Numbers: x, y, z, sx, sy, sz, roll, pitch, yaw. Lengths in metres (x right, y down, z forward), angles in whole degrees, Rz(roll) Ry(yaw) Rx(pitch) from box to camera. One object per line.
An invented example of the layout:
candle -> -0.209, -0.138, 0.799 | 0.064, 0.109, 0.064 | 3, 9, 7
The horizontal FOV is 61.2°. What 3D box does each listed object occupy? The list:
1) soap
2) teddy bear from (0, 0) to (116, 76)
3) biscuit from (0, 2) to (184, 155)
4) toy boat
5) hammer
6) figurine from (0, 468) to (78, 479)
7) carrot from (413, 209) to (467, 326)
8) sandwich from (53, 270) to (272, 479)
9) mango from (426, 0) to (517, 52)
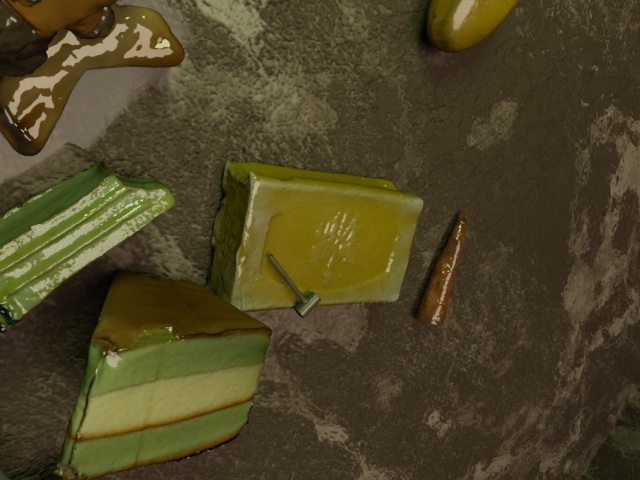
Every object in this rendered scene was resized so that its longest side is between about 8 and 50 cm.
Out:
soap -> 0.000, 0.000, 0.794 | 0.314, 0.091, 0.199 | 4, 107, -37
teddy bear -> -0.238, -0.222, 0.441 | 0.190, 0.140, 0.177 | -38, 146, 7
biscuit -> -0.261, -0.204, 0.542 | 0.208, 0.047, 0.164 | -40, 128, -17
toy boat -> -0.289, 0.005, 0.564 | 0.276, 0.111, 0.084 | -39, 122, -14
hammer -> -0.039, 0.057, 0.722 | 0.035, 0.019, 0.110 | -44, 123, -14
figurine -> -0.415, 0.354, 0.577 | 0.285, 0.167, 0.343 | 20, 75, -48
carrot -> 0.238, 0.053, 1.019 | 0.057, 0.057, 0.224 | 15, 95, -40
sandwich -> -0.211, 0.135, 0.615 | 0.227, 0.198, 0.155 | 6, 103, -52
mango -> 0.227, -0.370, 0.810 | 0.195, 0.098, 0.137 | -47, 132, -2
